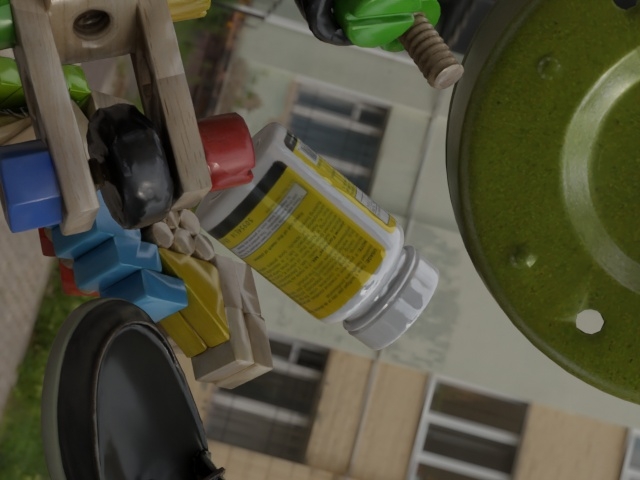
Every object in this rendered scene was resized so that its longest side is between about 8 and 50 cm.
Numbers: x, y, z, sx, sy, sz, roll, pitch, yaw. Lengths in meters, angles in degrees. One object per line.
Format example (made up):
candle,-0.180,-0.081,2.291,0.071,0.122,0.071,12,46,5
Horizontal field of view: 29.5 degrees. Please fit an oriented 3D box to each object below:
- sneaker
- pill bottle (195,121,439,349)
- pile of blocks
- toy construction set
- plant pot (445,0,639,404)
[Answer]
sneaker,-0.052,0.132,0.568,0.083,0.118,0.222,-22,104,-49
pill bottle,0.000,0.000,1.110,0.119,0.208,0.119,-47,-167,14
pile of blocks,-0.181,-0.027,0.840,0.113,0.362,0.149,-29,-170,30
toy construction set,-0.141,-0.137,0.516,0.237,0.309,0.257,61,2,27
plant pot,0.225,-0.051,0.731,0.353,0.367,0.366,-20,128,-72
